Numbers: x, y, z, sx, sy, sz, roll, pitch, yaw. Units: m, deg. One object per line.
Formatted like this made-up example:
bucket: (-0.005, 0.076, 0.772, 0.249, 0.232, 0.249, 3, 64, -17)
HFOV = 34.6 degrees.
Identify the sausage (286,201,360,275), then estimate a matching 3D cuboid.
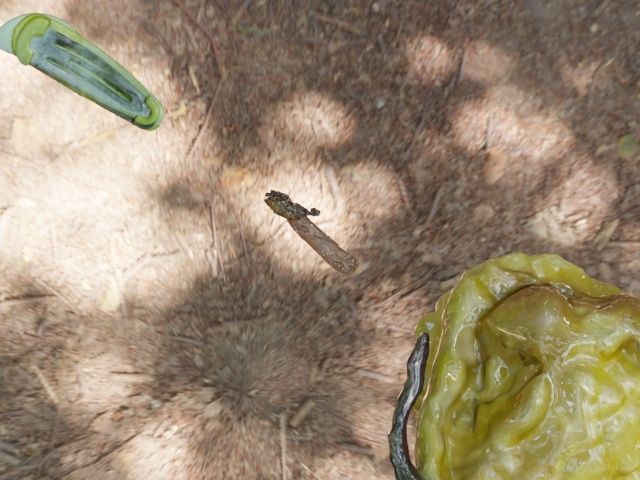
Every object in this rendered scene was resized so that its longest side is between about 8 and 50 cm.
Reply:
sausage: (0.000, 0.000, 1.709, 0.158, 0.036, 0.042, 45, 45, 9)

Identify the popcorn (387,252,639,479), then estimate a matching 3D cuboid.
popcorn: (0.226, 0.187, 1.195, 0.382, 0.349, 0.348, -18, 83, -35)

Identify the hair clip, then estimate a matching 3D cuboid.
hair clip: (-0.239, -0.174, 1.046, 0.188, 0.033, 0.060, 33, 107, -5)

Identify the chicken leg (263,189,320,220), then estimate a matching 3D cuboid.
chicken leg: (-0.042, -0.046, 1.456, 0.083, 0.036, 0.021, 24, 36, -1)
